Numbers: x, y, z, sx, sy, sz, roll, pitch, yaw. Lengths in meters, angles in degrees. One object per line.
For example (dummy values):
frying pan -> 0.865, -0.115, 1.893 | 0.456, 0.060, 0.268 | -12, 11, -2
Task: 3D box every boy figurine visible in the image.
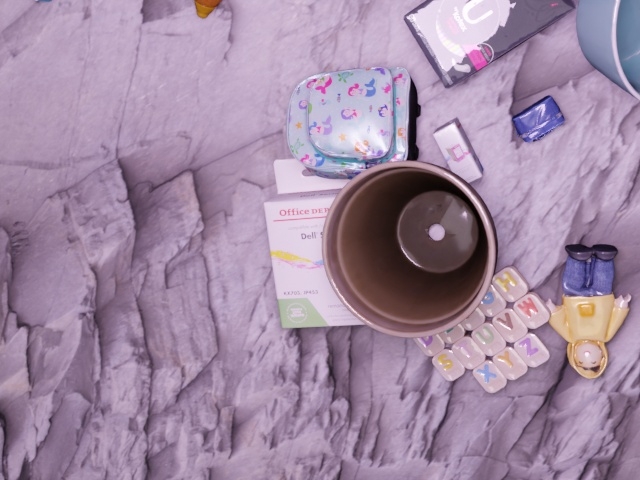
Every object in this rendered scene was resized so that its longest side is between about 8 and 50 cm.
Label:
boy figurine -> 0.545, 0.150, 1.574 | 0.177, 0.092, 0.285 | 2, 102, 8

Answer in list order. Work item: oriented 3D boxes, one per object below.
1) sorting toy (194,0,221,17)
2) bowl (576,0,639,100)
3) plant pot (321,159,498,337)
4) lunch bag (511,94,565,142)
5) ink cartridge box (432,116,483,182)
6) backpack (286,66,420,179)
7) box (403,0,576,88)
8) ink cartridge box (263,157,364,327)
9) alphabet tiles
sorting toy -> -0.345, -0.543, 1.530 | 0.366, 0.127, 0.126 | 14, 130, -13
bowl -> 0.578, -0.399, 1.344 | 0.312, 0.163, 0.311 | -8, 110, -23
plant pot -> 0.201, 0.001, 1.486 | 0.323, 0.280, 0.323 | 3, 98, 22
lunch bag -> 0.429, -0.234, 1.504 | 0.098, 0.067, 0.065 | -32, 96, 18
ink cartridge box -> 0.279, -0.180, 1.538 | 0.052, 0.088, 0.122 | -25, 98, 19
backpack -> 0.057, -0.232, 1.518 | 0.254, 0.191, 0.225 | 1, 83, 20
box -> 0.314, -0.428, 1.436 | 0.270, 0.143, 0.165 | -32, 97, 17
ink cartridge box -> 0.000, 0.000, 1.627 | 0.207, 0.119, 0.353 | -5, 103, 13
alphabet tiles -> 0.339, 0.182, 1.627 | 0.284, 0.021, 0.278 | -40, 85, 28
